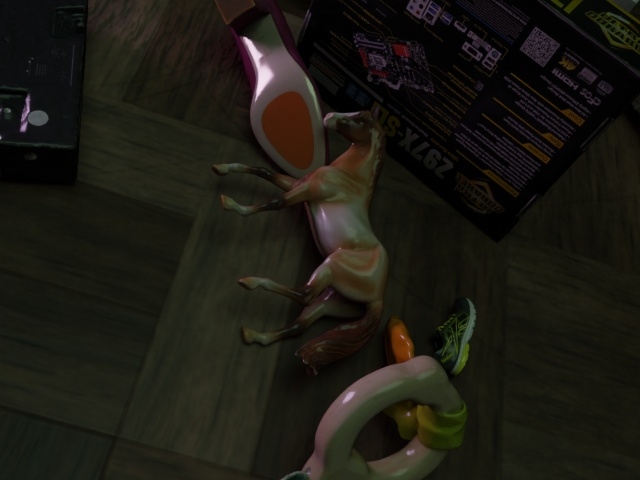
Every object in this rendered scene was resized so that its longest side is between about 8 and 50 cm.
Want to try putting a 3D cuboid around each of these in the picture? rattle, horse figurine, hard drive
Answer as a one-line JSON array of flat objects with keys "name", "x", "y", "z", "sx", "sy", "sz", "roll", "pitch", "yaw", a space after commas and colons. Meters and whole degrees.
[{"name": "rattle", "x": 0.009, "y": 0.151, "z": 0.578, "sx": 0.199, "sy": 0.130, "sz": 0.143, "roll": -34, "pitch": 53, "yaw": -1}, {"name": "horse figurine", "x": 0.000, "y": 0.000, "z": 0.652, "sx": 0.174, "sy": 0.066, "sz": 0.263, "roll": -7, "pitch": 67, "yaw": -15}, {"name": "hard drive", "x": -0.395, "y": -0.171, "z": 0.637, "sx": 0.338, "sy": 0.064, "sz": 0.237, "roll": 2, "pitch": 59, "yaw": -19}]

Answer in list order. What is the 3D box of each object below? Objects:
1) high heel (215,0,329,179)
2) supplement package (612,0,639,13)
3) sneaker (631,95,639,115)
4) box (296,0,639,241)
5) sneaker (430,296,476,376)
[{"name": "high heel", "x": -0.042, "y": -0.171, "z": 0.771, "sx": 0.082, "sy": 0.117, "sz": 0.244, "roll": -31, "pitch": 82, "yaw": 15}, {"name": "supplement package", "x": 0.417, "y": -0.371, "z": 1.013, "sx": 0.105, "sy": 0.105, "sz": 0.179, "roll": 40, "pitch": 56, "yaw": 9}, {"name": "sneaker", "x": 0.443, "y": -0.197, "z": 0.935, "sx": 0.115, "sy": 0.090, "sz": 0.232, "roll": 10, "pitch": 47, "yaw": -5}, {"name": "box", "x": 0.135, "y": -0.184, "z": 0.708, "sx": 0.322, "sy": 0.257, "sz": 0.079, "roll": 40, "pitch": 56, "yaw": 9}, {"name": "sneaker", "x": 0.128, "y": 0.088, "z": 0.672, "sx": 0.035, "sy": 0.031, "sz": 0.083, "roll": 20, "pitch": 55, "yaw": -6}]
